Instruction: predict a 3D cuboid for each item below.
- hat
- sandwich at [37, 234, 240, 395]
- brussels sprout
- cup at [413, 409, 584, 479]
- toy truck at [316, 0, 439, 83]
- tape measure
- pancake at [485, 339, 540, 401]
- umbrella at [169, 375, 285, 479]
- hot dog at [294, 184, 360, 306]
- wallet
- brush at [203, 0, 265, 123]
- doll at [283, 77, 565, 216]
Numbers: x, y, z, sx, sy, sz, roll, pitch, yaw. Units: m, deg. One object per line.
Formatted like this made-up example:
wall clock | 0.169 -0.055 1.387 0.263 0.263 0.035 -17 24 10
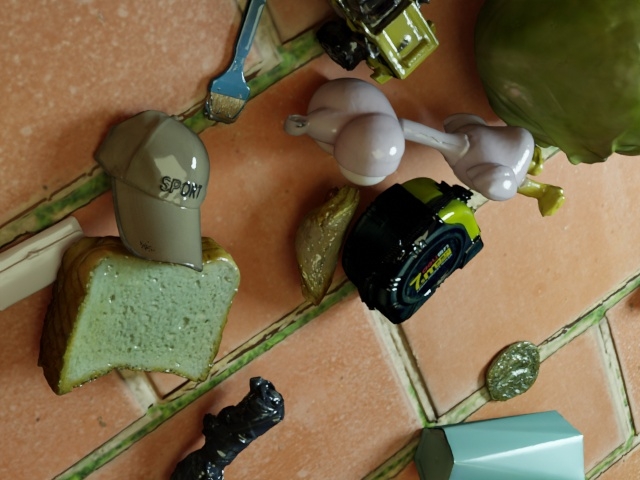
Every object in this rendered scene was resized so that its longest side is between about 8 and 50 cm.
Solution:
hat | -0.157 -0.051 1.198 0.147 0.175 0.085 11 140 -40
sandwich | -0.206 0.084 1.265 0.215 0.065 0.186 5 114 -41
brussels sprout | 0.352 -0.242 1.343 0.328 0.328 0.247 30 72 -38
cup | 0.271 0.333 1.657 0.236 0.134 0.148 5 137 -29
toy truck | 0.030 -0.300 1.217 0.136 0.111 0.286 -45 125 -4
tape measure | 0.115 0.000 1.394 0.199 0.112 0.186 -47 155 -6
pancake | 0.298 0.203 1.684 0.108 0.017 0.108 -11 115 -25
umbrella | -0.138 0.271 1.410 0.071 0.080 0.224 35 105 -17
hot dog | -0.001 0.000 1.371 0.168 0.061 0.078 -70 167 18
wallet | -0.315 0.025 1.211 0.122 0.025 0.061 -30 119 -16
brush | -0.092 -0.212 1.244 0.051 0.014 0.164 8 107 -36
doll | 0.127 -0.115 1.310 0.365 0.160 0.094 7 130 -21
